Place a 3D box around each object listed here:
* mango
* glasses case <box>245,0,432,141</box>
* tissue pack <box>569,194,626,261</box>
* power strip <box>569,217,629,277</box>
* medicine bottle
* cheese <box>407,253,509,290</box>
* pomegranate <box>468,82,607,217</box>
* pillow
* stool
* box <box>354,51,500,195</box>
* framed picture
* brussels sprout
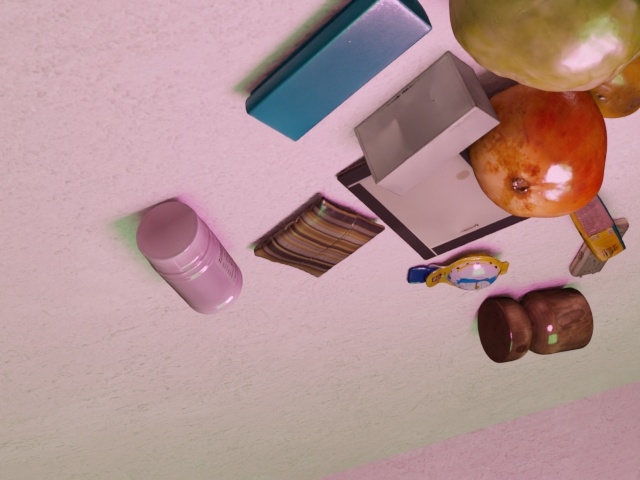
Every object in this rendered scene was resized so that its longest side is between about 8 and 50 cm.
[{"bbox_3d":[0.522,-0.292,1.528,0.195,0.098,0.137,16,141,-36],"label":"mango"},{"bbox_3d":[0.021,-0.283,1.315,0.301,0.070,0.117,-34,140,29],"label":"glasses case"},{"bbox_3d":[0.650,-0.034,1.982,0.082,0.120,0.169,-30,148,16],"label":"tissue pack"},{"bbox_3d":[0.724,0.030,2.205,0.092,0.034,0.268,-12,149,-11],"label":"power strip"},{"bbox_3d":[-0.248,0.039,1.621,0.133,0.133,0.250,-21,150,5],"label":"medicine bottle"},{"bbox_3d":[0.338,0.082,2.062,0.250,0.064,0.156,-4,148,0],"label":"cheese"},{"bbox_3d":[0.401,-0.171,1.513,0.229,0.252,0.270,-13,-157,45],"label":"pomegranate"},{"bbox_3d":[0.000,0.000,1.764,0.212,0.052,0.208,-37,141,28],"label":"pillow"},{"bbox_3d":[0.592,0.232,2.321,0.264,0.179,0.179,-6,147,-18],"label":"stool"},{"bbox_3d":[0.182,-0.198,1.466,0.225,0.129,0.086,-36,145,28],"label":"box"},{"bbox_3d":[0.234,-0.088,1.675,0.265,0.016,0.347,-26,136,28],"label":"framed picture"},{"bbox_3d":[0.320,-0.343,1.198,0.273,0.316,0.243,19,103,-22],"label":"brussels sprout"}]
